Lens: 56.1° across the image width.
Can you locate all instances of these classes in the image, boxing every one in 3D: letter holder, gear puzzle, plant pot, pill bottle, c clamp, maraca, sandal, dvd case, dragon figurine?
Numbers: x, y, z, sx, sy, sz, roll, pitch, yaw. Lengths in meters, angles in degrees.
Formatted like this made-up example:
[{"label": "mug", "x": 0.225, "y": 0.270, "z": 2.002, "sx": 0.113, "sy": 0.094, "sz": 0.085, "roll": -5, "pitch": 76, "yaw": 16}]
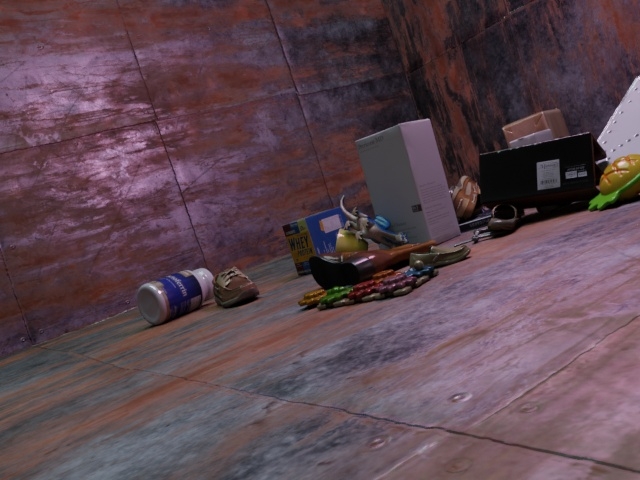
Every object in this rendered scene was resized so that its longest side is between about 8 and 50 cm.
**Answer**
[{"label": "letter holder", "x": 0.630, "y": -0.171, "z": 1.687, "sx": 0.302, "sy": 0.152, "sz": 0.214, "roll": -8, "pitch": -15, "yaw": 36}, {"label": "gear puzzle", "x": 0.086, "y": 0.101, "z": 1.341, "sx": 0.339, "sy": 0.044, "sz": 0.175, "roll": -16, "pitch": 4, "yaw": 39}, {"label": "plant pot", "x": 0.101, "y": 0.034, "z": 1.909, "sx": 0.095, "sy": 0.134, "sz": 0.134, "roll": 8, "pitch": 7, "yaw": 8}, {"label": "pill bottle", "x": -0.516, "y": 0.195, "z": 2.182, "sx": 0.153, "sy": 0.153, "sz": 0.264, "roll": -16, "pitch": 4, "yaw": 40}, {"label": "c clamp", "x": 0.443, "y": -0.019, "z": 1.636, "sx": 0.137, "sy": 0.022, "sz": 0.160, "roll": -15, "pitch": 3, "yaw": 26}, {"label": "maraca", "x": 0.731, "y": -0.138, "z": 1.465, "sx": 0.185, "sy": 0.099, "sz": 0.127, "roll": -44, "pitch": 0, "yaw": -3}, {"label": "sandal", "x": 0.496, "y": -0.069, "z": 1.636, "sx": 0.090, "sy": 0.060, "sz": 0.219, "roll": -1, "pitch": 8, "yaw": 25}, {"label": "dvd case", "x": 0.545, "y": -0.073, "z": 1.970, "sx": 0.238, "sy": 0.029, "sz": 0.179, "roll": -18, "pitch": 3, "yaw": 20}, {"label": "dragon figurine", "x": 0.159, "y": -0.041, "z": 1.877, "sx": 0.144, "sy": 0.085, "sz": 0.289, "roll": 16, "pitch": 16, "yaw": -33}]

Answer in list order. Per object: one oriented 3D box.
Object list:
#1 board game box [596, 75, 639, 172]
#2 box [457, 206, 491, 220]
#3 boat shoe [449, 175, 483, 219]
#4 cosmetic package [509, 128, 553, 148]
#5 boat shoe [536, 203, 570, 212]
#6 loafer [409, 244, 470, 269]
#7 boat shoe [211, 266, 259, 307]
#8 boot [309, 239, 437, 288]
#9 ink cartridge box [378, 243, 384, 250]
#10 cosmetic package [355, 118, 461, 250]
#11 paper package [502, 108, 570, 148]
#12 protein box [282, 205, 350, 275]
[{"label": "board game box", "x": 0.955, "y": -0.326, "z": 1.620, "sx": 0.390, "sy": 0.050, "sz": 0.390, "roll": -55, "pitch": 22, "yaw": -13}, {"label": "box", "x": 0.547, "y": -0.117, "z": 2.302, "sx": 0.147, "sy": 0.077, "sz": 0.180, "roll": -19, "pitch": 3, "yaw": -15}, {"label": "boat shoe", "x": 0.504, "y": -0.135, "z": 2.072, "sx": 0.120, "sy": 0.122, "sz": 0.324, "roll": 26, "pitch": 27, "yaw": 16}, {"label": "cosmetic package", "x": 0.712, "y": -0.232, "z": 1.944, "sx": 0.085, "sy": 0.231, "sz": 0.117, "roll": -19, "pitch": 4, "yaw": -24}, {"label": "boat shoe", "x": 0.680, "y": -0.112, "z": 1.719, "sx": 0.125, "sy": 0.046, "sz": 0.038, "roll": -20, "pitch": 2, "yaw": 16}, {"label": "loafer", "x": 0.274, "y": 0.034, "z": 1.394, "sx": 0.148, "sy": 0.050, "sz": 0.056, "roll": -18, "pitch": 3, "yaw": 4}, {"label": "boat shoe", "x": -0.301, "y": 0.152, "z": 2.017, "sx": 0.123, "sy": 0.116, "sz": 0.324, "roll": -20, "pitch": 3, "yaw": -27}, {"label": "boot", "x": 0.135, "y": 0.043, "z": 1.650, "sx": 0.280, "sy": 0.096, "sz": 0.264, "roll": -19, "pitch": 3, "yaw": -33}, {"label": "ink cartridge box", "x": 0.266, "y": -0.028, "z": 2.134, "sx": 0.135, "sy": 0.099, "sz": 0.056, "roll": -20, "pitch": 3, "yaw": -21}, {"label": "cosmetic package", "x": 0.274, "y": -0.168, "z": 1.898, "sx": 0.156, "sy": 0.385, "sz": 0.217, "roll": -20, "pitch": 3, "yaw": -38}, {"label": "paper package", "x": 0.900, "y": -0.359, "z": 2.419, "sx": 0.168, "sy": 0.309, "sz": 0.325, "roll": -19, "pitch": 1, "yaw": 35}, {"label": "protein box", "x": 0.000, "y": 0.000, "z": 2.225, "sx": 0.201, "sy": 0.200, "sz": 0.136, "roll": -21, "pitch": 4, "yaw": -42}]
